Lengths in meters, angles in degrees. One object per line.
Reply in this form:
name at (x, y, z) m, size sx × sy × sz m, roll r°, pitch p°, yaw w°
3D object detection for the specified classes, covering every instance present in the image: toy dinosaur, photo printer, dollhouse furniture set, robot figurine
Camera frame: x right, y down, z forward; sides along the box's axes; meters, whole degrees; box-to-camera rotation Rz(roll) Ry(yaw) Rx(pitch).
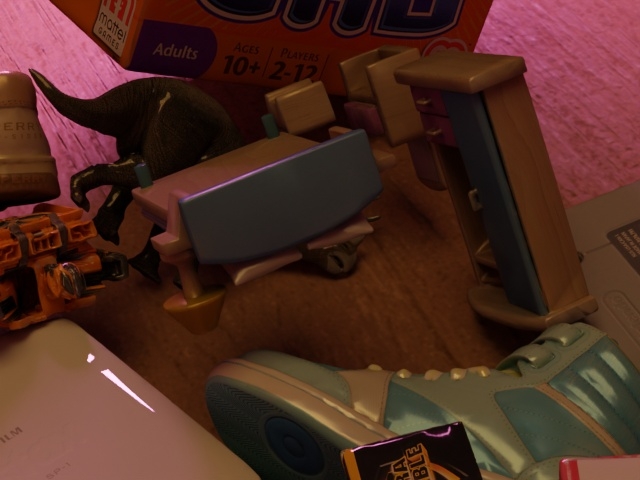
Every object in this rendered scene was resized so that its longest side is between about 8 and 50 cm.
toy dinosaur at (-0.115, -0.058, 1.495) m, size 0.160 × 0.313 × 0.121 m, roll -54°, pitch 21°, yaw -13°
photo printer at (-0.209, 0.188, 1.299) m, size 0.256 × 0.107 × 0.307 m, roll -33°, pitch 44°, yaw -24°
dollhouse furniture set at (0.000, 0.000, 1.370) m, size 0.303 × 0.198 × 0.286 m, roll -22°, pitch 15°, yaw -16°
robot figurine at (-0.296, 0.027, 1.445) m, size 0.291 × 0.085 × 0.211 m, roll -5°, pitch 9°, yaw 38°

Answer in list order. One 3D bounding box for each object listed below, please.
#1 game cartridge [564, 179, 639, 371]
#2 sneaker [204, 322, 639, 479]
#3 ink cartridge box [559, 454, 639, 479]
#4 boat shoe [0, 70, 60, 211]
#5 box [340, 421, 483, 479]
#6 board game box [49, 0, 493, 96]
game cartridge at (0.294, 0.054, 1.371) m, size 0.196 × 0.060 × 0.294 m, roll -18°, pitch 39°, yaw -12°
sneaker at (0.094, 0.122, 1.279) m, size 0.319 × 0.127 × 0.208 m, roll 25°, pitch 51°, yaw 18°
ink cartridge box at (0.187, 0.250, 1.035) m, size 0.092 × 0.218 × 0.159 m, roll -3°, pitch 40°, yaw 3°
boat shoe at (-0.315, -0.077, 1.545) m, size 0.121 × 0.110 × 0.341 m, roll -4°, pitch -1°, yaw -36°
box at (0.096, 0.297, 0.975) m, size 0.079 × 0.257 × 0.322 m, roll -14°, pitch 40°, yaw -2°
board game box at (-0.053, -0.364, 1.617) m, size 0.356 × 0.356 × 0.356 m, roll 3°, pitch 27°, yaw -38°
